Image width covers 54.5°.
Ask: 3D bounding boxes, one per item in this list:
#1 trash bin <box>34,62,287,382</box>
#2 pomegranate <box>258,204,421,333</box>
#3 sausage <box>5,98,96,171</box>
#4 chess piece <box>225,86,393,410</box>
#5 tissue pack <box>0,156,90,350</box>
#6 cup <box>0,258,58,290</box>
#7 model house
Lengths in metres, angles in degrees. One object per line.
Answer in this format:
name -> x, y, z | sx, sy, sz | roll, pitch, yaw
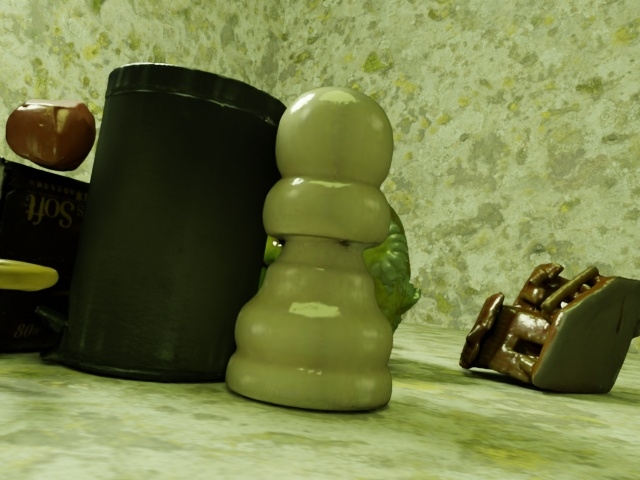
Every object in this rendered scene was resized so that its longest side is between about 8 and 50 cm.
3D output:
trash bin -> -0.153, -0.010, 0.676 | 0.252, 0.301, 0.203 | 12, -7, -20
pomegranate -> 0.035, 0.069, 0.955 | 0.261, 0.260, 0.340 | 4, -35, 27
sausage -> -0.296, -0.119, 0.693 | 0.089, 0.089, 0.179 | 8, 9, -17
chess piece -> 0.000, 0.000, 0.603 | 0.167, 0.299, 0.167 | 5, -5, 0
tissue pack -> -0.337, 0.025, 0.797 | 0.198, 0.209, 0.370 | 9, -2, 24
cup -> -0.337, -0.009, 0.413 | 0.255, 0.178, 0.256 | -20, 4, -14
model house -> 0.329, 0.124, 0.944 | 0.220, 0.199, 0.229 | 25, -10, -34
